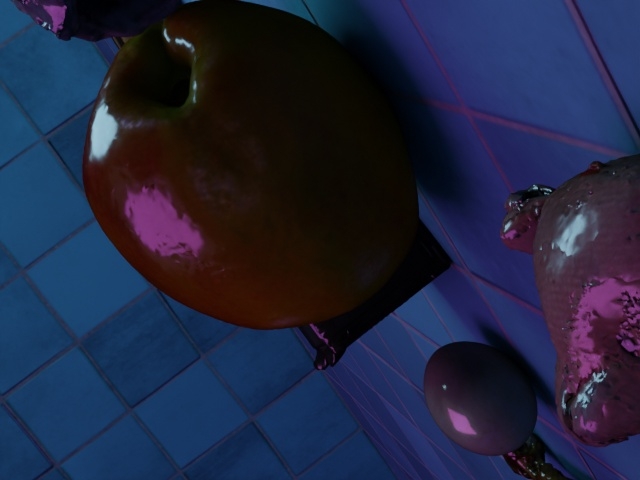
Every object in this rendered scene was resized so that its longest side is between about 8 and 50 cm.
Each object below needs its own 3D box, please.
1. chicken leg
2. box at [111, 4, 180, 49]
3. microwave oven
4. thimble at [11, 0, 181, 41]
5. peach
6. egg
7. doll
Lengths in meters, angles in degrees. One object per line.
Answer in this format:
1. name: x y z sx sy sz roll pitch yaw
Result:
1. chicken leg: 0.294 0.312 1.435 0.251 0.087 0.107 -127 26 -52
2. box: -0.254 -0.327 1.699 0.111 0.111 0.177 45 169 44
3. microwave oven: 0.002 -0.001 1.380 0.247 0.178 0.188 53 169 2
4. thimble: -0.181 -0.290 0.998 0.172 0.236 0.205 53 -164 24
5. peach: -0.054 -0.062 1.117 0.332 0.308 0.308 38 -178 -36
6. egg: 0.177 0.175 1.345 0.152 0.114 0.114 48 170 45
7. doll: 0.221 0.089 0.664 0.303 0.156 0.201 50 166 -9
